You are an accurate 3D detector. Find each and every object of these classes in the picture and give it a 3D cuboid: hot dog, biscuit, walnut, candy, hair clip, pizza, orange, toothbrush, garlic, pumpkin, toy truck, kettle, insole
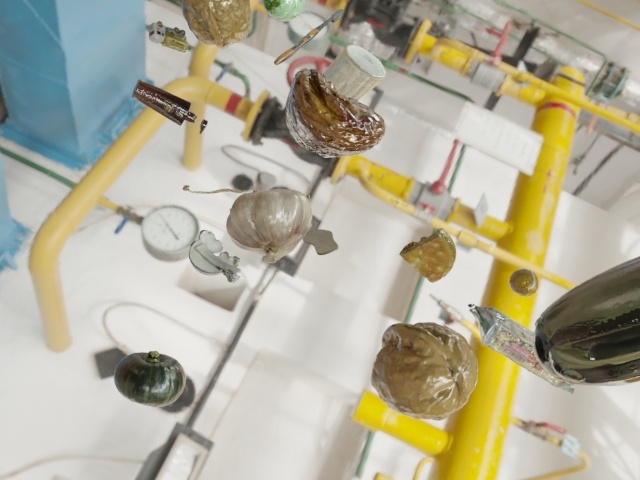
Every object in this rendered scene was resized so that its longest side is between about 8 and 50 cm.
[{"bbox_3d":[0.024,-0.315,1.612,0.174,0.266,0.387,-58,-169,0],"label":"hot dog"},{"bbox_3d":[0.537,0.277,1.680,0.079,0.309,0.186,-60,-176,17],"label":"biscuit"},{"bbox_3d":[0.230,0.295,1.443,0.224,0.257,0.257,-38,167,-26],"label":"walnut"},{"bbox_3d":[-0.184,-0.652,1.656,0.439,0.119,0.119,-25,145,-56],"label":"candy"},{"bbox_3d":[-0.276,0.045,1.620,0.116,0.172,0.049,-33,153,-47],"label":"hair clip"},{"bbox_3d":[-0.291,-0.653,1.766,0.245,0.198,0.198,72,41,-64],"label":"walnut"},{"bbox_3d":[0.376,0.048,2.194,0.292,0.197,0.058,82,17,-49],"label":"pizza"},{"bbox_3d":[0.605,0.126,1.865,0.085,0.085,0.095,-65,173,0],"label":"orange"},{"bbox_3d":[-0.031,-0.612,1.877,0.321,0.023,0.031,-45,171,-28],"label":"toothbrush"},{"bbox_3d":[-0.180,-0.067,2.219,0.321,0.241,0.322,-24,145,-18],"label":"garlic"},{"bbox_3d":[-0.398,0.324,1.476,0.167,0.167,0.125,109,6,-78],"label":"pumpkin"},{"bbox_3d":[-0.464,-0.620,1.915,0.052,0.123,0.063,-5,-99,48],"label":"toy truck"},{"bbox_3d":[0.567,0.177,1.169,0.324,0.229,0.321,-23,-172,12],"label":"kettle"},{"bbox_3d":[0.000,0.000,2.423,0.348,0.118,0.009,-127,-163,-72],"label":"insole"}]

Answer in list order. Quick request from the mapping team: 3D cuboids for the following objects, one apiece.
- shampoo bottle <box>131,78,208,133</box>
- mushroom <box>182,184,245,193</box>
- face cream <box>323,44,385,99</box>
[{"bbox_3d":[-0.452,-0.402,1.897,0.068,0.236,0.067,-41,-145,40],"label":"shampoo bottle"},{"bbox_3d":[-0.384,-0.180,2.287,0.286,0.025,0.028,1,92,-47],"label":"mushroom"},{"bbox_3d":[0.100,-0.591,2.322,0.081,0.173,0.348,-61,-168,-19],"label":"face cream"}]
